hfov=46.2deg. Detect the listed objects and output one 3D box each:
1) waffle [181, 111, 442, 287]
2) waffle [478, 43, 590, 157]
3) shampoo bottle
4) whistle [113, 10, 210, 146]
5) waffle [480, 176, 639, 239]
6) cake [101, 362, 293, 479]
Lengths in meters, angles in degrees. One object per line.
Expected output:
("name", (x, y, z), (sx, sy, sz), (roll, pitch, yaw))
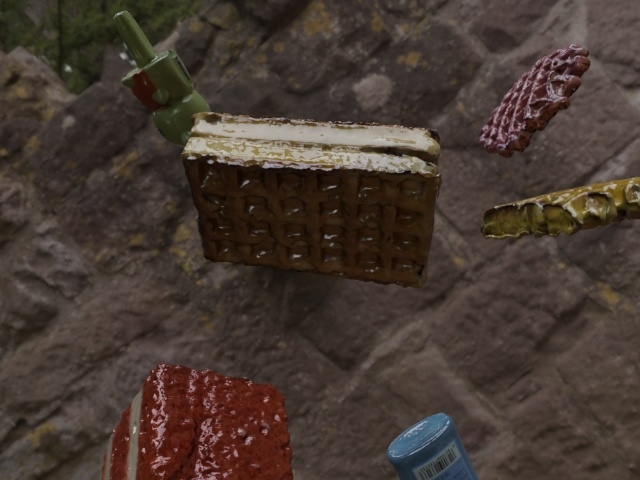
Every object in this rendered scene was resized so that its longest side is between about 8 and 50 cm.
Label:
("waffle", (-0.010, -0.051, 0.938), (0.213, 0.308, 0.091), (88, -170, -49))
("waffle", (0.365, -0.243, 1.292), (0.234, 0.055, 0.221), (-49, 12, 10))
("shampoo bottle", (0.187, 0.371, 1.048), (0.104, 0.258, 0.061), (-31, 18, -14))
("whistle", (-0.291, -0.285, 1.376), (0.106, 0.288, 0.131), (-27, 22, 11))
("waffle", (0.390, -0.051, 1.154), (0.309, 0.065, 0.283), (-15, 1, 25))
("cake", (-0.230, 0.428, 1.339), (0.319, 0.269, 0.270), (-54, 29, 32))
